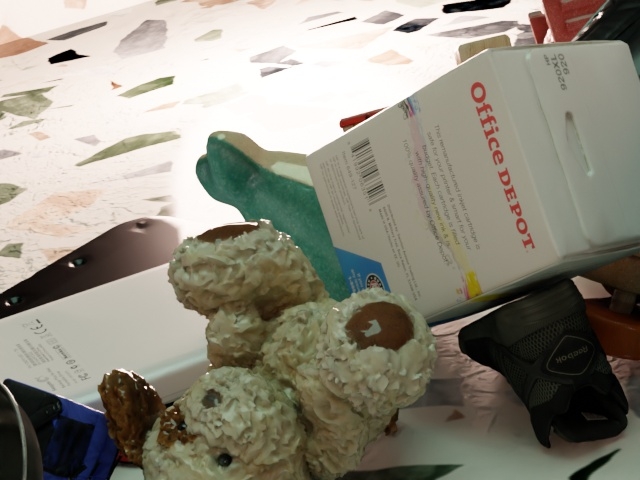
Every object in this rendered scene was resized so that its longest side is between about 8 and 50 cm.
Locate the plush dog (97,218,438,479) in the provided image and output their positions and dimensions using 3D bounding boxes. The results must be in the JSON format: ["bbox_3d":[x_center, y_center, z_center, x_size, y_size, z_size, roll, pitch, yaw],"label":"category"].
[{"bbox_3d":[-0.043,0.140,1.238,0.225,0.211,0.262,-42,46,-20],"label":"plush dog"}]

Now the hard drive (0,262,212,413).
[{"bbox_3d":[-0.180,0.095,1.450,0.307,0.040,0.203,-18,28,-23],"label":"hard drive"}]

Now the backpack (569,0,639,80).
[{"bbox_3d":[0.294,-0.132,1.445,0.165,0.144,0.188,20,44,40],"label":"backpack"}]

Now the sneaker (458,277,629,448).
[{"bbox_3d":[0.181,0.110,1.303,0.087,0.130,0.227,-21,-5,-11],"label":"sneaker"}]

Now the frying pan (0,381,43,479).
[{"bbox_3d":[-0.313,0.228,1.238,0.053,0.197,0.326,20,-40,-39],"label":"frying pan"}]

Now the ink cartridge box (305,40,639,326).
[{"bbox_3d":[0.140,-0.039,1.284,0.168,0.171,0.232,-11,-10,-41],"label":"ink cartridge box"}]

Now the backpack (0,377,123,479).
[{"bbox_3d":[-0.220,0.185,1.269,0.101,0.120,0.098,28,-13,-38],"label":"backpack"}]

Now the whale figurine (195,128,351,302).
[{"bbox_3d":[0.000,0.000,1.464,0.141,0.272,0.216,-65,7,-18],"label":"whale figurine"}]

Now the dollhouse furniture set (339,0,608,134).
[{"bbox_3d":[0.201,-0.186,1.853,0.374,0.152,0.201,-14,0,1],"label":"dollhouse furniture set"}]

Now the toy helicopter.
[{"bbox_3d":[0.240,-0.016,1.483,0.235,0.140,0.355,-4,21,-44],"label":"toy helicopter"}]

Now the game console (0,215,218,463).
[{"bbox_3d":[-0.176,0.088,1.579,0.342,0.060,0.386,12,32,34],"label":"game console"}]
